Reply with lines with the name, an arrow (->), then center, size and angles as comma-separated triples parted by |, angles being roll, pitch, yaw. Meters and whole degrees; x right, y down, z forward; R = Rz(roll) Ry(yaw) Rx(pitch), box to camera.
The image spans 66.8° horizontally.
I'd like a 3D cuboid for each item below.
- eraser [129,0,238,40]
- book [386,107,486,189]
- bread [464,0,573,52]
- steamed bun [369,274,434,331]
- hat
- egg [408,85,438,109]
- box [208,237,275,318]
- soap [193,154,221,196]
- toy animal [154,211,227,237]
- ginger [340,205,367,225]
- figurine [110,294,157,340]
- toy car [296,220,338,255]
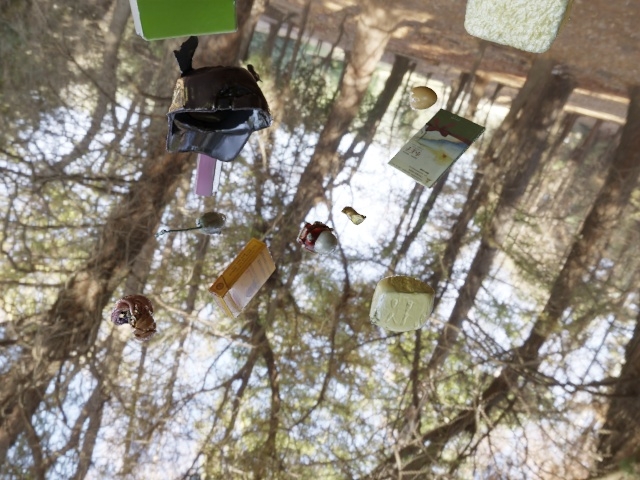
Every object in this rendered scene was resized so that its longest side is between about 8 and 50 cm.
eraser -> -0.376, -0.671, 1.327 | 0.274, 0.209, 0.092 | -19, -140, -24
book -> 0.395, -0.320, 1.661 | 0.201, 0.289, 0.026 | 39, 173, 36
bread -> 0.306, -0.400, 0.641 | 0.178, 0.265, 0.141 | -14, -137, -16
steamed bun -> 0.342, 0.269, 2.104 | 0.273, 0.231, 0.166 | 2, -154, -9
hat -> -0.260, -0.339, 1.177 | 0.238, 0.208, 0.336 | 3, 163, -32
egg -> 0.343, -0.479, 1.628 | 0.097, 0.080, 0.080 | -6, -164, 15
box -> -0.295, 0.146, 1.869 | 0.076, 0.174, 0.274 | 25, -118, 26
soap -> -0.424, -0.311, 1.869 | 0.081, 0.259, 0.181 | 8, -164, -7
toy animal -> -0.355, -0.040, 1.419 | 0.070, 0.079, 0.253 | 45, -151, 13
ginger -> 0.109, -0.083, 1.608 | 0.058, 0.044, 0.137 | -28, -145, -15
figurine -> -0.528, 0.218, 1.406 | 0.157, 0.114, 0.126 | 21, 168, 37
toy car -> 0.000, 0.000, 1.590 | 0.112, 0.112, 0.139 | 30, -172, 36
